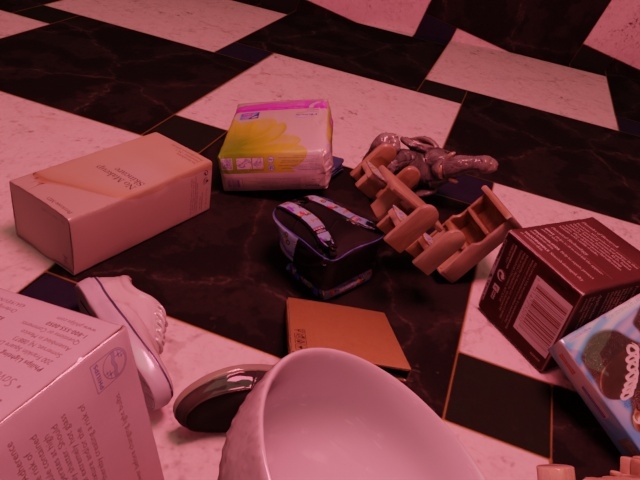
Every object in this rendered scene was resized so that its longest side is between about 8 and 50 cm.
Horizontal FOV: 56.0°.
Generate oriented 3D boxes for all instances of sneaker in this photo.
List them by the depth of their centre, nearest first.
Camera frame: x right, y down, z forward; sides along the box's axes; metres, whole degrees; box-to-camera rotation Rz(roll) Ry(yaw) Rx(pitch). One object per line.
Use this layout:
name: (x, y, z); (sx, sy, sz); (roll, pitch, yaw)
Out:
sneaker: (-0.062, 0.219, 0.736); (0.222, 0.083, 0.118); (-3, 35, -22)
sneaker: (-0.249, 0.119, 0.819); (0.091, 0.094, 0.258); (-20, 44, -31)

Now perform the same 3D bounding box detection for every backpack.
backpack: (0.000, 0.000, 1.044); (0.173, 0.117, 0.158); (35, 41, 31)

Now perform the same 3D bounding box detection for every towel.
towel: (0.002, -0.159, 1.356); (0.067, 0.029, 0.119); (20, 36, 20)

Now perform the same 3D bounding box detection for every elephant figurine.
elephant figurine: (0.221, -0.154, 1.304); (0.239, 0.169, 0.186); (-9, 53, -17)

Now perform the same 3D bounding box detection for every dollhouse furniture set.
dollhouse furniture set: (0.206, -0.059, 1.050); (0.242, 0.161, 0.212); (36, 20, -33)

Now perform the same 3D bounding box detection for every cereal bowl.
cereal bowl: (0.037, 0.278, 0.575); (0.339, 0.141, 0.339); (36, 22, -17)

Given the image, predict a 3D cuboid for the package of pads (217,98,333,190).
package of pads: (-0.084, -0.212, 1.316); (0.229, 0.101, 0.296); (-1, 35, 4)

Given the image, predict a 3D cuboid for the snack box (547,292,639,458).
snack box: (0.517, 0.156, 0.864); (0.322, 0.060, 0.187); (-26, 68, -13)

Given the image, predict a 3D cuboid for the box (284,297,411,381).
box: (0.032, 0.138, 0.877); (0.164, 0.021, 0.201); (10, 14, -7)

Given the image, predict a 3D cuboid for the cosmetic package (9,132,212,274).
cosmetic package: (-0.356, -0.078, 1.064); (0.160, 0.113, 0.309); (28, 36, 23)

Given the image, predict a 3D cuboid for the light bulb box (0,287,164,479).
light bulb box: (-0.384, 0.209, 0.471); (0.358, 0.225, 0.361); (11, 31, 26)

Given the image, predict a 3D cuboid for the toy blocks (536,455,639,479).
toy blocks: (0.386, 0.362, 0.584); (0.288, 0.309, 0.260); (0, 76, -10)

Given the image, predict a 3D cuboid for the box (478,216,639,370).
box: (0.409, 0.082, 0.994); (0.203, 0.168, 0.167); (-8, 38, -27)
